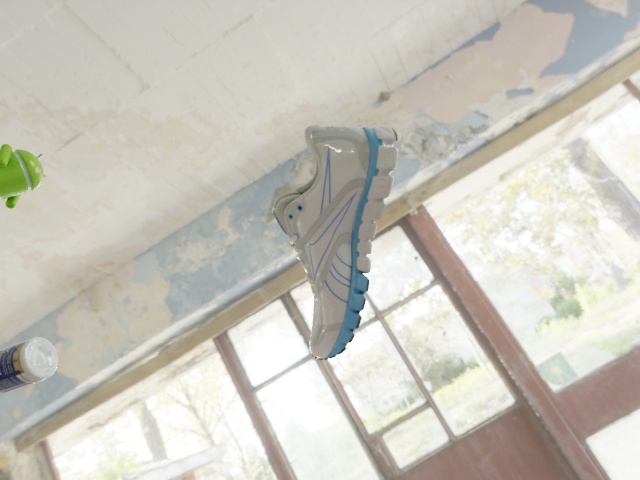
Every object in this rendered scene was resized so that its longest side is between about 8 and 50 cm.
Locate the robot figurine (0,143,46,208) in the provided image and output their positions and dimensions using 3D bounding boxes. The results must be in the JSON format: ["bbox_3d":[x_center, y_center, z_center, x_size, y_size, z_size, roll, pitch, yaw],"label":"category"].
[{"bbox_3d":[-0.476,-0.098,0.781,0.115,0.067,0.101,-26,-30,-36],"label":"robot figurine"}]

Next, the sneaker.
[{"bbox_3d":[0.000,0.000,0.408,0.083,0.191,0.071,8,9,-10],"label":"sneaker"}]

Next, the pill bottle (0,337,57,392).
[{"bbox_3d":[-0.482,0.199,0.810,0.120,0.067,0.067,-20,-16,14],"label":"pill bottle"}]
